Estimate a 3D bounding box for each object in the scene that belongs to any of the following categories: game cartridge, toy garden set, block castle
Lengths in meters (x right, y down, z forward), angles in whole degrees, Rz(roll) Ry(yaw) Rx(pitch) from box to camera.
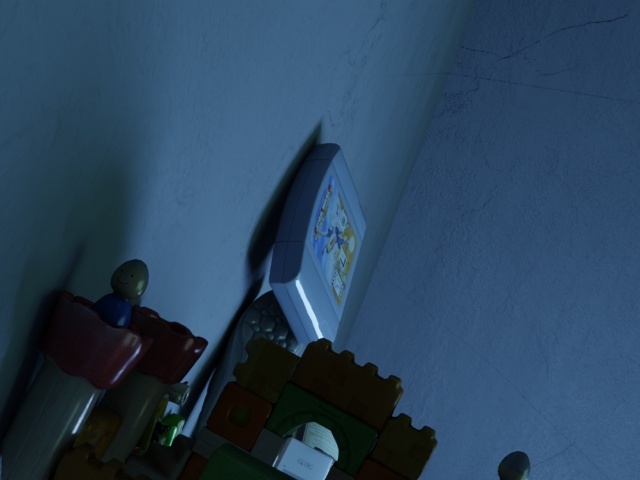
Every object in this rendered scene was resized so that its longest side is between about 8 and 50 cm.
[{"bbox_3d":[0.000,0.000,1.665,0.198,0.062,0.297,72,26,-44],"label":"game cartridge"},{"bbox_3d":[-0.202,0.261,1.323,0.244,0.049,0.203,-36,147,-75],"label":"toy garden set"},{"bbox_3d":[-0.021,0.198,0.965,0.212,0.453,0.303,-62,171,-3],"label":"block castle"}]

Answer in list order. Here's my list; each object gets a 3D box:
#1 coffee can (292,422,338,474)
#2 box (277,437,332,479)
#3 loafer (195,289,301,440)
[{"bbox_3d":[-0.060,0.459,1.962,0.275,0.202,0.201,-75,179,-46],"label":"coffee can"},{"bbox_3d":[-0.107,0.383,1.683,0.119,0.182,0.181,-32,-149,62],"label":"box"},{"bbox_3d":[-0.111,0.201,1.620,0.111,0.112,0.319,-50,-171,43],"label":"loafer"}]
